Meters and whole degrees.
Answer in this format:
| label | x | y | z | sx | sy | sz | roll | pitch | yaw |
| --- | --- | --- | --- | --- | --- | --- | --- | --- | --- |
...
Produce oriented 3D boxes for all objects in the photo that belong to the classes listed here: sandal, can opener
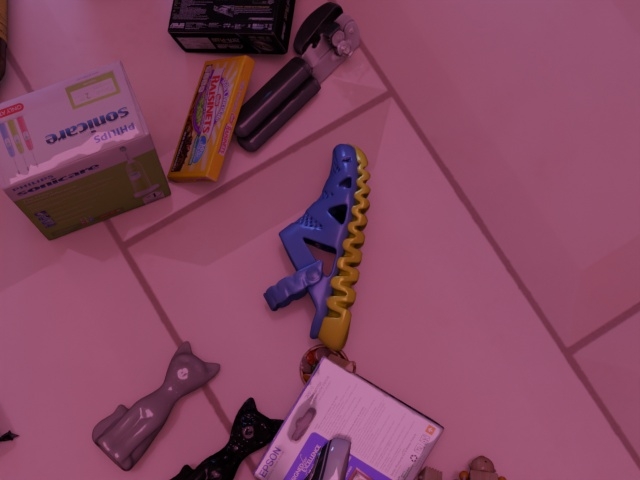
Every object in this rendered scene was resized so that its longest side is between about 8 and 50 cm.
| label | x | y | z | sx | sy | sz | roll | pitch | yaw |
| --- | --- | --- | --- | --- | --- | --- | --- | --- | --- |
| sandal | 0.000 | 0.000 | 1.552 | 0.138 | 0.126 | 0.317 | 10 | 75 | 4 |
| can opener | -0.042 | -0.260 | 1.644 | 0.093 | 0.074 | 0.280 | 30 | 73 | 40 |

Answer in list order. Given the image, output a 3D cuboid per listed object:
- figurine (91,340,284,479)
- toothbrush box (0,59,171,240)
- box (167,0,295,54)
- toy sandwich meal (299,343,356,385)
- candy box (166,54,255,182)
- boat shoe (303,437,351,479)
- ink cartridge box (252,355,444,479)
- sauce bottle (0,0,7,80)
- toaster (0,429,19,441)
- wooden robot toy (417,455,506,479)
| label | x | y | z | sx | sy | sz | roll | pitch | yaw |
| --- | --- | --- | --- | --- | --- | --- | --- | --- | --- |
| figurine | -0.191 | 0.278 | 1.501 | 0.215 | 0.092 | 0.209 | 41 | 70 | 8 |
| toothbrush box | -0.343 | -0.120 | 1.478 | 0.206 | 0.283 | 0.122 | -22 | 79 | -7 |
| box | -0.137 | -0.379 | 1.631 | 0.180 | 0.077 | 0.147 | 3 | 76 | 16 |
| toy sandwich meal | 0.010 | 0.195 | 1.550 | 0.085 | 0.029 | 0.085 | 1 | 77 | -3 |
| candy box | -0.171 | -0.188 | 1.601 | 0.105 | 0.027 | 0.206 | 3 | 71 | 44 |
| boat shoe | -0.045 | 0.404 | 1.435 | 0.102 | 0.108 | 0.301 | 22 | 101 | 7 |
| ink cartridge box | 0.040 | 0.307 | 1.506 | 0.208 | 0.045 | 0.206 | 32 | 85 | 2 |
| sauce bottle | -0.546 | -0.320 | 1.604 | 0.111 | 0.111 | 0.344 | -1 | 76 | -3 |
| toaster | -0.564 | 0.260 | 1.467 | 0.185 | 0.110 | 0.168 | -33 | 81 | -10 |
| wooden robot toy | 0.228 | 0.356 | 1.518 | 0.173 | 0.076 | 0.079 | 9 | 41 | 0 |
